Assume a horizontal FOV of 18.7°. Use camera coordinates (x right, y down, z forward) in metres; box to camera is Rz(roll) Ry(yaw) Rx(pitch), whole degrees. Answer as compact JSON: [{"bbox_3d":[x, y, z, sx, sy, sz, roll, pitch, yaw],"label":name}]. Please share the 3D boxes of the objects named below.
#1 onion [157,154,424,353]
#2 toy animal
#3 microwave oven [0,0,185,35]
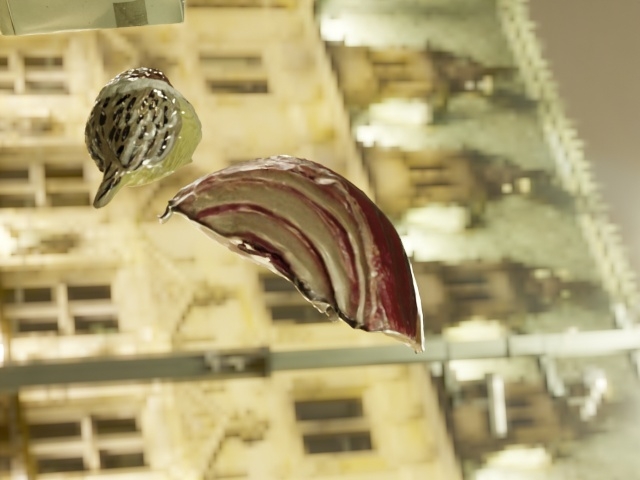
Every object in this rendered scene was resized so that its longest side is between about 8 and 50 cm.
[{"bbox_3d":[0.000,0.000,2.107,0.146,0.314,0.280,-64,164,0],"label":"onion"},{"bbox_3d":[-0.162,-0.090,1.641,0.098,0.137,0.098,19,-52,26],"label":"toy animal"},{"bbox_3d":[-0.196,-0.307,1.598,0.240,0.194,0.145,83,1,-47],"label":"microwave oven"}]
